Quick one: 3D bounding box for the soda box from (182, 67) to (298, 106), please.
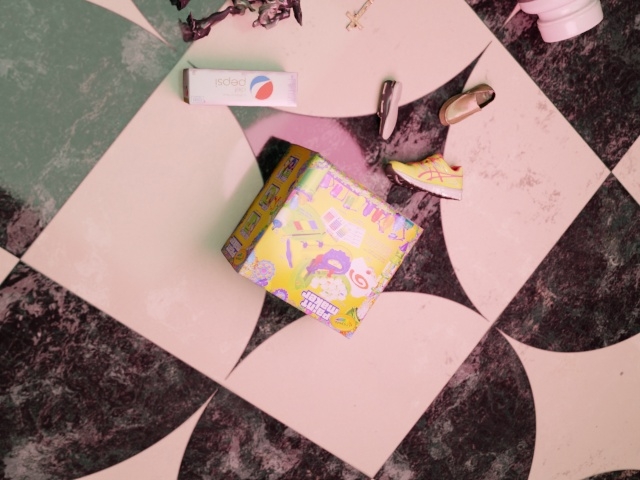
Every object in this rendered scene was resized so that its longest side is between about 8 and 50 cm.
[{"bbox_3d":[-0.156,-0.299,1.262,0.216,0.074,0.069,-3,105,-20],"label":"soda box"}]

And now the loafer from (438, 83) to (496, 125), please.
[{"bbox_3d":[0.332,-0.308,1.450,0.148,0.050,0.056,-35,113,-8],"label":"loafer"}]

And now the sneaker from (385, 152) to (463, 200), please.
[{"bbox_3d":[0.236,-0.155,1.448,0.208,0.081,0.094,13,92,-29],"label":"sneaker"}]

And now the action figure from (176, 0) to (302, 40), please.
[{"bbox_3d":[-0.123,-0.463,1.197,0.275,0.141,0.164,-22,99,-12],"label":"action figure"}]

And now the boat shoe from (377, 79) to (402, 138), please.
[{"bbox_3d":[0.144,-0.284,1.395,0.046,0.038,0.125,-19,124,-59],"label":"boat shoe"}]

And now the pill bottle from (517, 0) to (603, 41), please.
[{"bbox_3d":[0.485,-0.595,1.361,0.176,0.176,0.319,-33,113,-9],"label":"pill bottle"}]

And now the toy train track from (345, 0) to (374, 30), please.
[{"bbox_3d":[0.084,-0.470,1.337,0.048,0.014,0.083,39,88,-24],"label":"toy train track"}]

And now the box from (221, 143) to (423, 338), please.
[{"bbox_3d":[0.000,0.000,1.342,0.289,0.177,0.279,34,91,-25],"label":"box"}]
